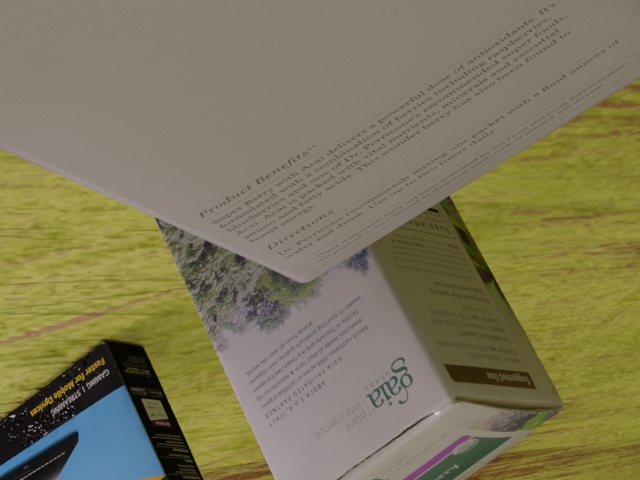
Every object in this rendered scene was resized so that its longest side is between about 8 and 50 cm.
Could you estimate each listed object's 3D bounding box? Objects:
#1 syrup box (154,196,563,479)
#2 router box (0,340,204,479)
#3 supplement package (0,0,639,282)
[{"bbox_3d":[0.000,0.000,0.813,0.093,0.237,0.096,-40,154,25],"label":"syrup box"},{"bbox_3d":[-0.157,0.165,1.124,0.179,0.133,0.046,-37,155,22],"label":"router box"},{"bbox_3d":[-0.032,-0.127,0.592,0.177,0.175,0.293,-32,157,15],"label":"supplement package"}]
